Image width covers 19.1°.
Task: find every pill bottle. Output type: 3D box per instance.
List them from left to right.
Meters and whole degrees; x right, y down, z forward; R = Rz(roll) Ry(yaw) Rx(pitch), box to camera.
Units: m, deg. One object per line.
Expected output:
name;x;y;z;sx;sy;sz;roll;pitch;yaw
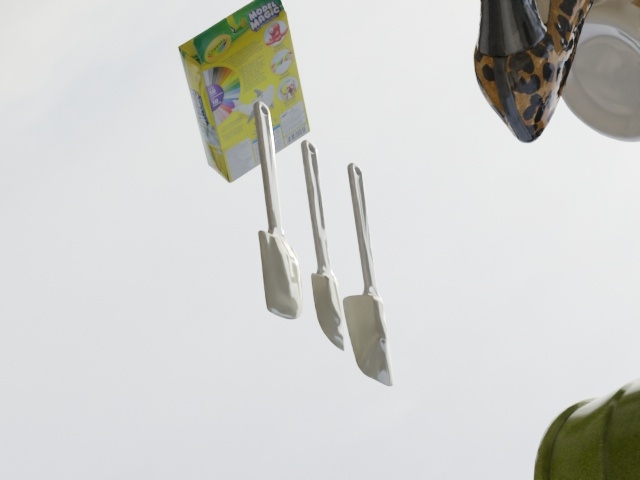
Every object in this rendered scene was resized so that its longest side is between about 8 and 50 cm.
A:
pill bottle;0.317;-0.194;1.691;0.229;0.131;0.131;-39;-166;-37

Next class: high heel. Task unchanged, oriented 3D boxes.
high heel;0.192;-0.180;1.532;0.093;0.186;0.261;-3;-173;32

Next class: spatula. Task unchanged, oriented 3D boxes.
spatula;0.000;0.000;1.633;0.019;0.168;0.242;-36;-138;29

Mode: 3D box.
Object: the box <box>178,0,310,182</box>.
box;-0.073;-0.150;1.800;0.105;0.179;0.043;-34;-128;-21

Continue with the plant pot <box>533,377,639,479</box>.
plant pot;0.435;0.219;1.633;0.353;0.366;0.366;-38;-159;34
